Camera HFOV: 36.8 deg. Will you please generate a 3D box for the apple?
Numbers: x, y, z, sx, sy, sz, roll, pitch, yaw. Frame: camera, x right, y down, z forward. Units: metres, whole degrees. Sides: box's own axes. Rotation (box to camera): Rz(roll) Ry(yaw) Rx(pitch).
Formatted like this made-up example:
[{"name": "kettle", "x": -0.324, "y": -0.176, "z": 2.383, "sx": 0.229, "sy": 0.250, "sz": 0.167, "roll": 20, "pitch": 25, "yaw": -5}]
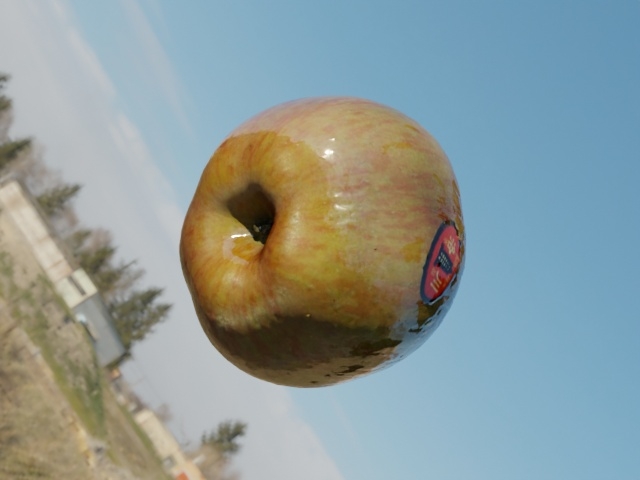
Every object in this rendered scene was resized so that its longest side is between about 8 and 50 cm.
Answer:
[{"name": "apple", "x": -0.002, "y": -0.001, "z": 0.406, "sx": 0.102, "sy": 0.126, "sz": 0.126, "roll": 14, "pitch": 19, "yaw": -42}]
